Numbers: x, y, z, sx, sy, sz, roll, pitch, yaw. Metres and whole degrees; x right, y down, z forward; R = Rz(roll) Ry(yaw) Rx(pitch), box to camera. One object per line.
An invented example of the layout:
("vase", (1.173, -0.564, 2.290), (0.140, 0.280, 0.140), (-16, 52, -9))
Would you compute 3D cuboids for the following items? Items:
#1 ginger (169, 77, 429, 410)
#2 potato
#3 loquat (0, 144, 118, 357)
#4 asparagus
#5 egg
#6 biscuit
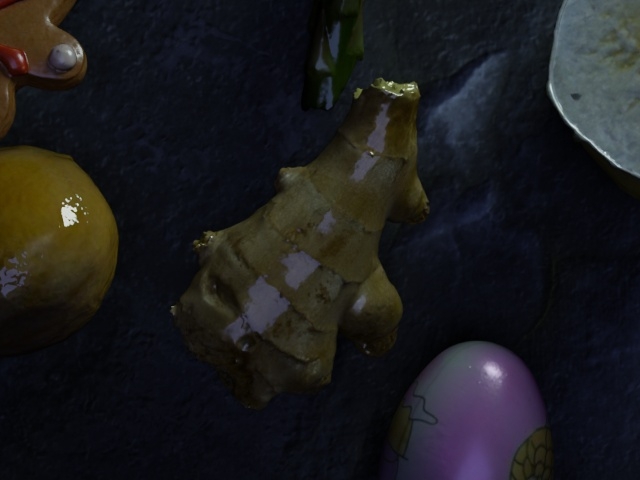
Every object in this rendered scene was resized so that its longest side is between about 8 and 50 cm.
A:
("ginger", (0.019, 0.017, 0.992), (0.375, 0.166, 0.236), (-44, 87, 11))
("potato", (0.379, -0.162, 0.964), (0.246, 0.196, 0.300), (-30, 70, 17))
("loquat", (-0.325, 0.013, 0.968), (0.238, 0.193, 0.238), (3, 65, -6))
("asparagus", (0.026, -0.282, 0.990), (0.080, 0.080, 0.287), (7, 106, -1))
("egg", (0.157, 0.247, 1.009), (0.196, 0.196, 0.271), (-3, 98, 0))
("biscuit", (-0.332, -0.232, 0.948), (0.205, 0.049, 0.324), (26, 75, -5))
